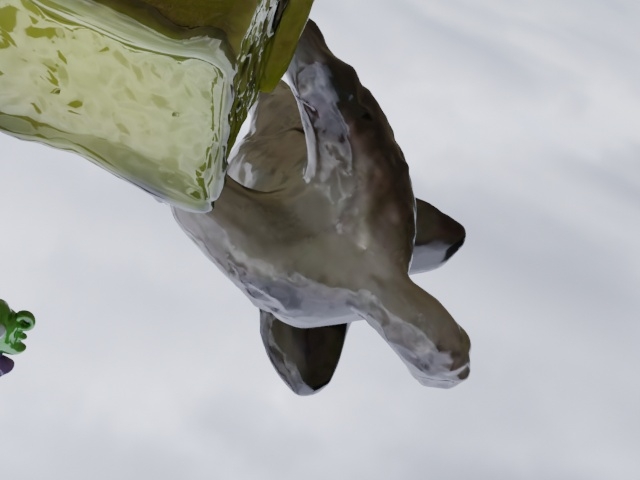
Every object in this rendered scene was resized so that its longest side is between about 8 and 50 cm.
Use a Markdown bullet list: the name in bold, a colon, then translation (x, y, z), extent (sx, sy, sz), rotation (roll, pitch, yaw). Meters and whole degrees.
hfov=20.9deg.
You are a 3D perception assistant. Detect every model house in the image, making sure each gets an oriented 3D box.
- **model house**: translation (-0.105, -0.174, 1.134), extent (0.193, 0.175, 0.234), rotation (21, -126, 8)

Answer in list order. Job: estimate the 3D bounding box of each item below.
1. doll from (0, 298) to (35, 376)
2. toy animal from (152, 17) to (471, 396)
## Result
- **doll**: translation (-0.369, 0.080, 1.666), extent (0.190, 0.115, 0.050), rotation (1, -152, -2)
- **toy animal**: translation (0.000, 0.000, 1.378), extent (0.302, 0.194, 0.344), rotation (49, 178, 3)
